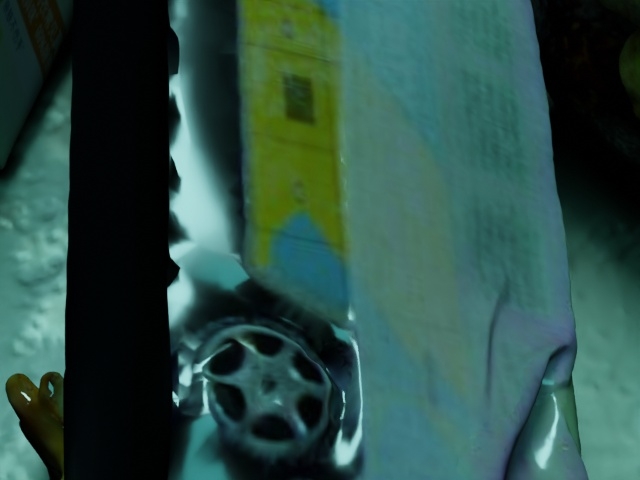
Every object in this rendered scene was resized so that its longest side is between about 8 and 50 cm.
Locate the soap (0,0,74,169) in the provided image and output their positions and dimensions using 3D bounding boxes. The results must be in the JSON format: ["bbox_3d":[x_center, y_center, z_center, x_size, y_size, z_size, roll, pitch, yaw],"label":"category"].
[{"bbox_3d":[-0.177,-0.162,0.783,0.138,0.199,0.182,14,62,12],"label":"soap"}]

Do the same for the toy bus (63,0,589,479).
[{"bbox_3d":[0.000,0.000,0.688,0.162,0.171,0.386,10,56,-19],"label":"toy bus"}]

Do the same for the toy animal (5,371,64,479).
[{"bbox_3d":[-0.157,0.169,0.650,0.284,0.225,0.302,47,59,2],"label":"toy animal"}]

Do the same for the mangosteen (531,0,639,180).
[{"bbox_3d":[0.173,-0.109,0.738,0.192,0.217,0.192,0,86,6],"label":"mangosteen"}]
